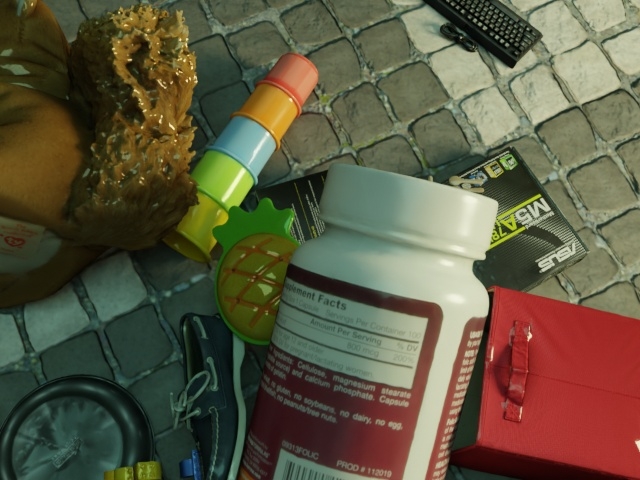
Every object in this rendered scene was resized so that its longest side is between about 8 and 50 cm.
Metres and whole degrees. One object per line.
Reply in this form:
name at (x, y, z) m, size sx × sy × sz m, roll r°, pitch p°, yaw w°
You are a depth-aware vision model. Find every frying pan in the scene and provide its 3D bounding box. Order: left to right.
frying pan at (-0.275, 0.311, 1.005) m, size 0.197 × 0.053 × 0.326 m, roll -23°, pitch 70°, yaw -10°

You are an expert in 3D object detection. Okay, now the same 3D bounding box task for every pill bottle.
pill bottle at (0.054, 0.125, 0.925) m, size 0.224 × 0.224 × 0.391 m, roll 14°, pitch 92°, yaw 3°

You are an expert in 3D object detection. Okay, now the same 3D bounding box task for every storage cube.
storage cube at (0.250, 0.178, 0.990) m, size 0.193 × 0.215 × 0.183 m, roll 13°, pitch 70°, yaw -5°

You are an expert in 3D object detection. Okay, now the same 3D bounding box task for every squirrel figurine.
squirrel figurine at (-0.329, -0.155, 1.059) m, size 0.397 × 0.281 × 0.370 m, roll -10°, pitch 55°, yaw 7°

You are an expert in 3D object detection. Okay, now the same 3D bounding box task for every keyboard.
keyboard at (0.234, -0.330, 1.264) m, size 0.180 × 0.023 × 0.108 m, roll 41°, pitch 74°, yaw 12°

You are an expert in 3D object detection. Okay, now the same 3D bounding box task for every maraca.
maraca at (-0.071, 0.038, 1.039) m, size 0.127 × 0.099 × 0.185 m, roll -13°, pitch 72°, yaw 2°

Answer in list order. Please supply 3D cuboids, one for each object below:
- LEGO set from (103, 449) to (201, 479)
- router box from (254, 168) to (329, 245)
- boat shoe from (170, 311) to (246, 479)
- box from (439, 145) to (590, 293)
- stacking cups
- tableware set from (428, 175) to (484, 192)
LEGO set at (-0.177, 0.285, 0.958) m, size 0.227 × 0.093 × 0.087 m, roll -2°, pitch 71°, yaw -20°
router box at (0.000, 0.000, 1.123) m, size 0.133 × 0.046 × 0.178 m, roll -16°, pitch 72°, yaw -6°
boat shoe at (-0.132, 0.182, 0.982) m, size 0.079 × 0.095 × 0.254 m, roll 15°, pitch 42°, yaw -20°
box at (0.230, -0.009, 1.138) m, size 0.191 × 0.045 × 0.184 m, roll -27°, pitch 71°, yaw -10°
stacking cups at (-0.100, -0.120, 1.139) m, size 0.096 × 0.096 × 0.316 m, roll 32°, pitch 71°, yaw 8°
tableware set at (0.142, -0.034, 1.113) m, size 0.154 × 0.024 × 0.103 m, roll 1°, pitch 74°, yaw -1°
